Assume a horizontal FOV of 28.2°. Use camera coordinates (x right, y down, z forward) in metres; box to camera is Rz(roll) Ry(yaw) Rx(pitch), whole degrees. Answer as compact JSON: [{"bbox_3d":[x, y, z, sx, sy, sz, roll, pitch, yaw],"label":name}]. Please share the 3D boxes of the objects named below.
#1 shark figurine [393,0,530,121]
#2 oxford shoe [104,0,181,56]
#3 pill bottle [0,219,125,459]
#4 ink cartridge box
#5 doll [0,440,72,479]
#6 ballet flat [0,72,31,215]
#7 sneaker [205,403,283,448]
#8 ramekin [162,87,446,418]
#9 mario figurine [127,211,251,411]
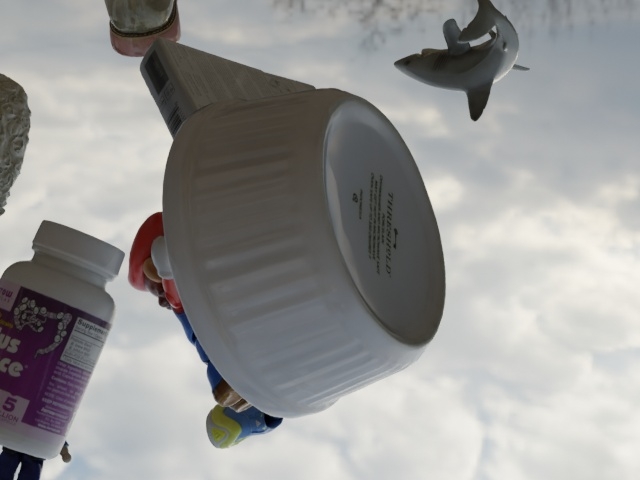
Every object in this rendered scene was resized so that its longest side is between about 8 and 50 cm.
[{"bbox_3d":[0.195,-0.209,1.559,0.166,0.116,0.278,15,168,-8],"label":"shark figurine"},{"bbox_3d":[-0.285,-0.441,2.004,0.140,0.146,0.397,-12,-142,-7],"label":"oxford shoe"},{"bbox_3d":[-0.382,0.132,1.748,0.169,0.301,0.169,20,171,3],"label":"pill bottle"},{"bbox_3d":[-0.076,-0.134,1.463,0.232,0.066,0.189,16,-148,-40],"label":"ink cartridge box"},{"bbox_3d":[-0.441,0.317,1.931,0.129,0.046,0.189,13,-129,-3],"label":"doll"},{"bbox_3d":[-0.551,-0.102,1.990,0.147,0.409,0.147,6,160,2],"label":"ballet flat"},{"bbox_3d":[-0.109,0.290,2.182,0.126,0.091,0.240,-12,-167,13],"label":"sneaker"},{"bbox_3d":[0.000,0.000,1.040,0.127,0.273,0.273,-17,-170,27],"label":"ramekin"},{"bbox_3d":[-0.160,0.082,1.885,0.170,0.198,0.320,-22,-111,-29],"label":"mario figurine"}]
